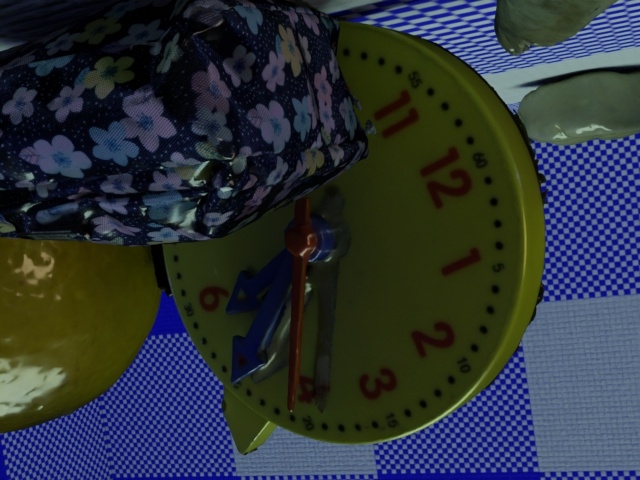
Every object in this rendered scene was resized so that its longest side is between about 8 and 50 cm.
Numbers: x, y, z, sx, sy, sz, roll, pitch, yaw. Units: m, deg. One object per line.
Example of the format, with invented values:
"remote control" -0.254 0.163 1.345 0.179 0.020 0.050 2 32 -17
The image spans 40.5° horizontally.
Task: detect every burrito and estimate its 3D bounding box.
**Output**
"burrito" 0.129 -0.133 0.471 0.058 0.045 0.188 -15 180 5

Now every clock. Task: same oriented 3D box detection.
"clock" -0.001 0.000 0.569 0.293 0.277 0.071 -34 168 28

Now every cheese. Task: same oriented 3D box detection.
"cheese" 0.404 -0.186 1.200 0.263 0.093 0.159 -8 179 -24

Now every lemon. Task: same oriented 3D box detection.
"lemon" -0.281 0.025 0.749 0.297 0.297 0.297 -8 -177 0

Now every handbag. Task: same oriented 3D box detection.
"handbag" -0.096 -0.060 0.454 0.208 0.126 0.229 -7 -170 20

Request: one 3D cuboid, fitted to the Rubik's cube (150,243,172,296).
"Rubik's cube" -0.057 -0.055 0.785 0.184 0.180 0.167 -6 -176 2
